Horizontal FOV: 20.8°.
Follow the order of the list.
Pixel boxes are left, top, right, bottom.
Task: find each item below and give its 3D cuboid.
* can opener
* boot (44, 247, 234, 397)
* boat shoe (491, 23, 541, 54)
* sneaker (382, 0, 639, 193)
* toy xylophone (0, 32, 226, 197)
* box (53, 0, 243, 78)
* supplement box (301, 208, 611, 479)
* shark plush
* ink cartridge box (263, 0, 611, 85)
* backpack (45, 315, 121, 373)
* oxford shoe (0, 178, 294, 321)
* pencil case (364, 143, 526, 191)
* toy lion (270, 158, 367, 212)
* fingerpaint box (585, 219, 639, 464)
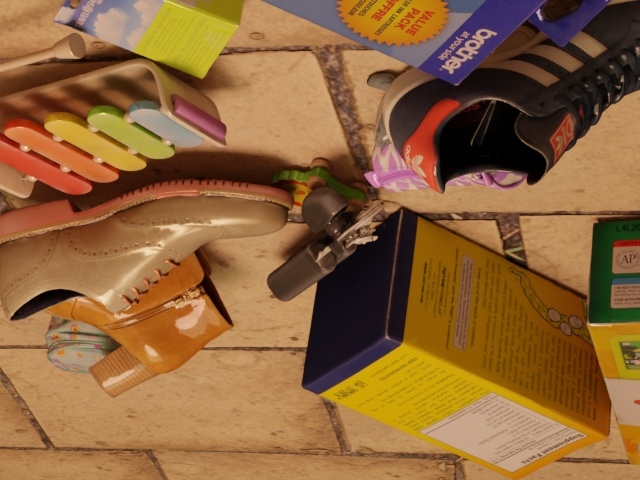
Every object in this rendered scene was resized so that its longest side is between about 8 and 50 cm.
[{"bbox_3d":[0.000,0.000,2.176,0.093,0.074,0.280,50,152,4],"label":"can opener"},{"bbox_3d":[-0.264,0.042,2.296,0.211,0.104,0.295,-35,95,9],"label":"boot"},{"bbox_3d":[0.227,-0.168,1.919,0.065,0.075,0.206,-29,149,-23],"label":"boat shoe"},{"bbox_3d":[0.245,-0.139,1.774,0.350,0.148,0.131,-22,133,1],"label":"sneaker"},{"bbox_3d":[-0.280,-0.138,1.999,0.323,0.081,0.236,-16,154,37],"label":"toy xylophone"},{"bbox_3d":[-0.186,-0.246,1.884,0.178,0.042,0.109,20,145,-17],"label":"box"},{"bbox_3d":[0.183,0.141,2.262,0.357,0.195,0.194,26,144,-24],"label":"supplement box"},{"bbox_3d":[0.120,-0.158,1.930,0.161,0.067,0.073,-20,138,36],"label":"shark plush"},{"bbox_3d":[0.089,-0.310,1.633,0.396,0.151,0.270,19,146,-20],"label":"ink cartridge box"},{"bbox_3d":[-0.291,0.127,2.421,0.182,0.115,0.152,2,150,14],"label":"backpack"},{"bbox_3d":[-0.217,0.016,2.162,0.397,0.146,0.140,-11,165,17],"label":"oxford shoe"},{"bbox_3d":[0.145,-0.092,1.953,0.086,0.088,0.206,49,154,-25],"label":"pencil case"},{"bbox_3d":[-0.007,-0.060,2.148,0.100,0.034,0.096,29,149,-30],"label":"toy lion"},{"bbox_3d":[0.583,0.125,2.177,0.445,0.163,0.371,-4,145,18],"label":"fingerpaint box"}]
